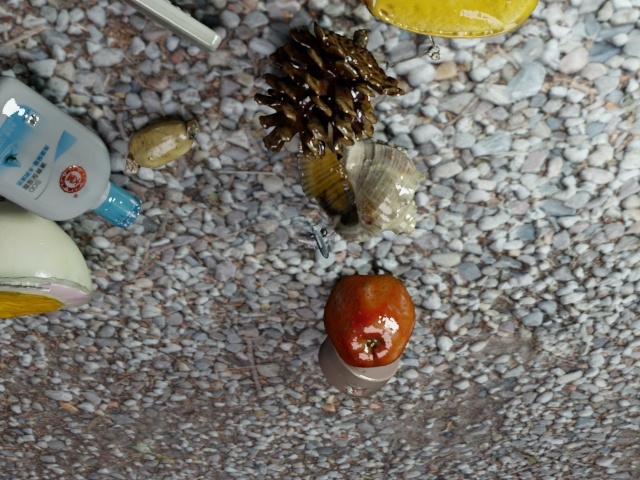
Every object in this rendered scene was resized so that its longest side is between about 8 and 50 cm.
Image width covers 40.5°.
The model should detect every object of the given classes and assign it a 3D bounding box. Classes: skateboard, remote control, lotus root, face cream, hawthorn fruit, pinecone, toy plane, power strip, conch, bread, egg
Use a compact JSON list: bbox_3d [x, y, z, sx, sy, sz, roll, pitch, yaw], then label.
[{"bbox_3d":[0.129,-0.283,1.275,0.083,0.032,0.064,-18,123,16],"label":"skateboard"},{"bbox_3d":[-0.225,-0.321,1.203,0.190,0.087,0.029,29,92,-25],"label":"remote control"},{"bbox_3d":[-0.262,-0.152,1.392,0.152,0.063,0.072,-29,139,23],"label":"lotus root"},{"bbox_3d":[-0.419,-0.114,1.377,0.163,0.080,0.337,-55,139,-4],"label":"face cream"},{"bbox_3d":[0.092,0.152,1.616,0.189,0.189,0.189,0,136,0],"label":"hawthorn fruit"},{"bbox_3d":[0.000,-0.207,1.252,0.185,0.168,0.212,41,129,-5],"label":"pinecone"},{"bbox_3d":[0.000,0.000,1.567,0.078,0.031,0.083,-13,134,15],"label":"toy plane"},{"bbox_3d":[0.076,0.232,1.719,0.154,0.154,0.078,19,135,-18],"label":"power strip"},{"bbox_3d":[0.058,-0.098,1.384,0.178,0.163,0.245,-40,94,16],"label":"conch"},{"bbox_3d":[0.160,-0.364,1.104,0.270,0.142,0.195,11,133,-7],"label":"bread"},{"bbox_3d":[-0.532,0.034,1.525,0.264,0.174,0.286,-2,162,-1],"label":"egg"}]
